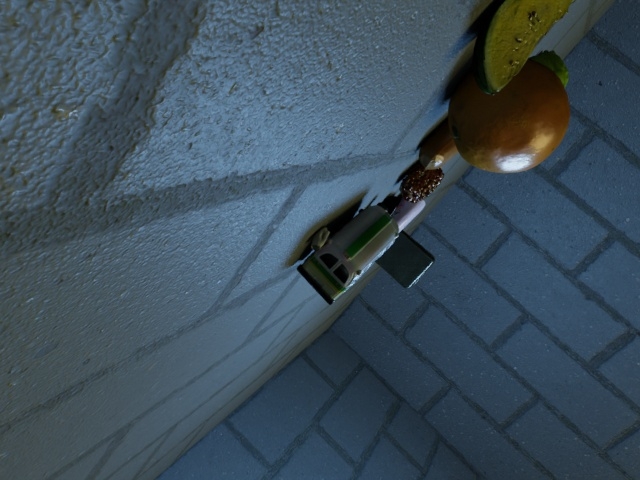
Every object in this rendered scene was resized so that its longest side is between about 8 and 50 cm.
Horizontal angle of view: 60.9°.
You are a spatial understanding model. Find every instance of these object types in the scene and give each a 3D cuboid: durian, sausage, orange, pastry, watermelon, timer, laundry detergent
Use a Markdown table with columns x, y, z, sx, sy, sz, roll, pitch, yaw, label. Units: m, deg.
| x | y | z | sx | sy | sz | roll | pitch | yaw | label |
| --- | --- | --- | --- | --- | --- | --- | --- | --- | --- |
| 0.744 | -0.536 | 1.970 | 0.256 | 0.204 | 0.339 | -40 | 180 | 44 | durian |
| 0.411 | -0.323 | 1.694 | 0.274 | 0.105 | 0.105 | -44 | 169 | -20 | sausage |
| 0.485 | -0.326 | 1.425 | 0.312 | 0.312 | 0.312 | -45 | 170 | -11 | orange |
| 0.343 | -0.205 | 1.858 | 0.208 | 0.115 | 0.097 | -42 | -179 | -34 | pastry |
| 0.413 | -0.444 | 1.161 | 0.301 | 0.129 | 0.123 | -51 | 173 | -9 | watermelon |
| 0.216 | -0.076 | 1.962 | 0.187 | 0.055 | 0.144 | -54 | 177 | 15 | timer |
| 0.258 | -0.050 | 2.116 | 0.335 | 0.088 | 0.159 | -44 | -171 | -9 | laundry detergent |

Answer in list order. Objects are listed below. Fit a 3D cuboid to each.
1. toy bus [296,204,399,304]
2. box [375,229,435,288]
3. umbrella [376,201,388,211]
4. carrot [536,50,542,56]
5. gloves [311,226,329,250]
| x | y | z | sx | sy | sz | roll | pitch | yaw | label |
| --- | --- | --- | --- | --- | --- | --- | --- | --- | --- |
| 0.096 | 0.020 | 1.534 | 0.305 | 0.143 | 0.179 | -39 | 174 | -46 | toy bus |
| 0.355 | 0.063 | 2.438 | 0.184 | 0.273 | 0.143 | -50 | 166 | 9 | box |
| 0.101 | 0.011 | 1.775 | 0.337 | 0.073 | 0.067 | -52 | -172 | 19 | umbrella |
| 0.856 | -0.696 | 2.267 | 0.216 | 0.048 | 0.048 | -56 | 168 | 15 | carrot |
| -0.001 | -0.002 | 1.397 | 0.044 | 0.037 | 0.081 | -7 | -145 | 37 | gloves |
